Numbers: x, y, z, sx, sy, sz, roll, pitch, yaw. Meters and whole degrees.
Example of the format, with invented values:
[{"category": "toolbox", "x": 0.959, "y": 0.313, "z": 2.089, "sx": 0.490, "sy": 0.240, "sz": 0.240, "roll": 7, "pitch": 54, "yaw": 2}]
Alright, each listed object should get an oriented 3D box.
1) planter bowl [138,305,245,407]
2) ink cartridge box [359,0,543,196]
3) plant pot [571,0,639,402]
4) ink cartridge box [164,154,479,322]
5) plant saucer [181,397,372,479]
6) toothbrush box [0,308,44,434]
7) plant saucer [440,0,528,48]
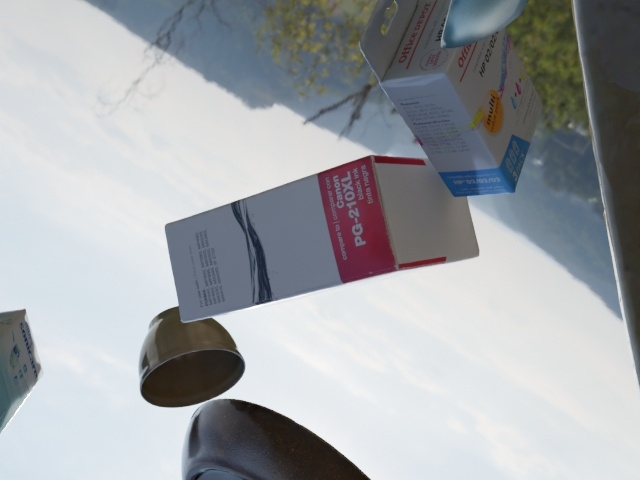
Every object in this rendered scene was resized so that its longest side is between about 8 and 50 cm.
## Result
[{"category": "planter bowl", "x": -0.207, "y": 0.168, "z": 1.304, "sx": 0.162, "sy": 0.162, "sz": 0.109, "roll": 22, "pitch": -145, "yaw": -46}, {"category": "ink cartridge box", "x": 0.112, "y": -0.132, "z": 0.691, "sx": 0.062, "sy": 0.104, "sz": 0.181, "roll": -1, "pitch": 144, "yaw": 38}, {"category": "plant pot", "x": 0.206, "y": -0.053, "z": 0.123, "sx": 0.306, "sy": 0.333, "sz": 0.334, "roll": -9, "pitch": 179, "yaw": 15}, {"category": "ink cartridge box", "x": 0.000, "y": 0.000, "z": 0.793, "sx": 0.172, "sy": 0.237, "sz": 0.100, "roll": -5, "pitch": -99, "yaw": -57}, {"category": "plant saucer", "x": -0.024, "y": 0.283, "z": 0.782, "sx": 0.311, "sy": 0.310, "sz": 0.050, "roll": 35, "pitch": -129, "yaw": 19}, {"category": "toothbrush box", "x": -0.570, "y": 0.223, "z": 1.253, "sx": 0.217, "sy": 0.126, "sz": 0.295, "roll": -7, "pitch": -163, "yaw": 5}, {"category": "plant saucer", "x": 0.141, "y": -0.259, "z": 0.489, "sx": 0.044, "sy": 0.317, "sz": 0.317, "roll": 19, "pitch": -172, "yaw": 5}]
